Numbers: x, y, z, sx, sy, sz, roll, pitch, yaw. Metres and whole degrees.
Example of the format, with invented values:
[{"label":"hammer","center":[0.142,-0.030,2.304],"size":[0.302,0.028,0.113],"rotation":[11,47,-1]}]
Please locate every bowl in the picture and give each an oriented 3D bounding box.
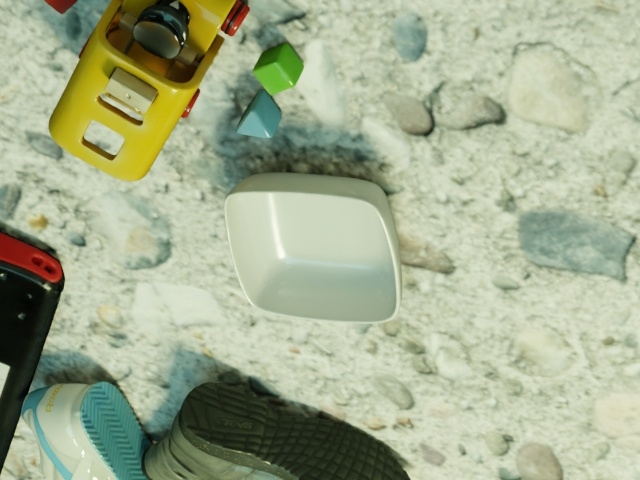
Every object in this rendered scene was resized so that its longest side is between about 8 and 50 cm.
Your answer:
[{"label":"bowl","center":[0.000,0.000,1.456],"size":[0.142,0.053,0.142],"rotation":[5,132,18]}]

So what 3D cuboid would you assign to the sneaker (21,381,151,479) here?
[{"label":"sneaker","center":[-0.213,0.229,1.738],"size":[0.092,0.087,0.229],"rotation":[0,124,30]}]

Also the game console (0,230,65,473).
[{"label":"game console","center":[-0.438,0.080,1.710],"size":[0.342,0.060,0.387],"rotation":[20,136,-5]}]

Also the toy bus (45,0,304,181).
[{"label":"toy bus","center":[-0.130,-0.136,1.343],"size":[0.191,0.104,0.202],"rotation":[-5,129,25]}]

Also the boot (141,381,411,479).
[{"label":"boot","center":[-0.040,0.224,1.680],"size":[0.246,0.083,0.161],"rotation":[26,147,-3]}]
